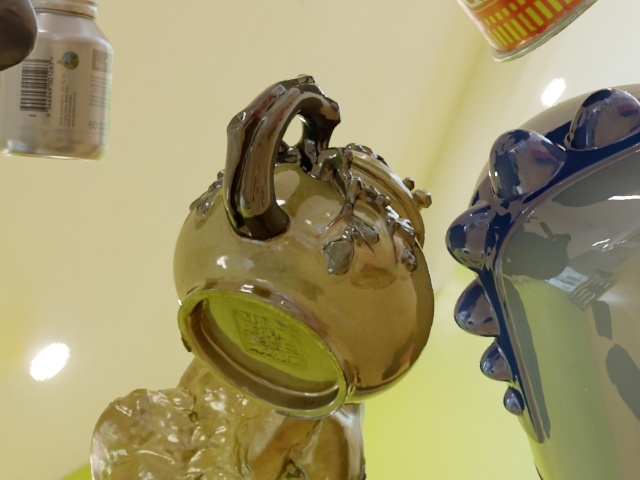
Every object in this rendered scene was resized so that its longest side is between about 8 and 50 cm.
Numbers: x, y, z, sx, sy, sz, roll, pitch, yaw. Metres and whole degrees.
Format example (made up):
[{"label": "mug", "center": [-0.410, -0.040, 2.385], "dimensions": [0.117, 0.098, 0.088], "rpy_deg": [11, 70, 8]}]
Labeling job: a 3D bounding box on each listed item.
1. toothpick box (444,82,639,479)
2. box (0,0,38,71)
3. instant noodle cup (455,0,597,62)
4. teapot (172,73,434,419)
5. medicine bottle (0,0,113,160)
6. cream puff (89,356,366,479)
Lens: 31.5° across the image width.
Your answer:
[{"label": "toothpick box", "center": [0.233, 0.043, 0.861], "dimensions": [0.263, 0.263, 0.355], "rpy_deg": [-38, -54, -24]}, {"label": "box", "center": [-0.341, -0.200, 0.865], "dimensions": [0.212, 0.201, 0.042], "rpy_deg": [-28, 7, -31]}, {"label": "instant noodle cup", "center": [0.112, -0.261, 0.766], "dimensions": [0.193, 0.212, 0.193], "rpy_deg": [-46, 13, 14]}, {"label": "teapot", "center": [0.000, 0.000, 0.733], "dimensions": [0.182, 0.173, 0.269], "rpy_deg": [-57, -32, -36]}, {"label": "medicine bottle", "center": [-0.319, -0.207, 1.370], "dimensions": [0.135, 0.135, 0.215], "rpy_deg": [1, -86, -61]}, {"label": "cream puff", "center": [-0.092, 0.219, 1.145], "dimensions": [0.274, 0.270, 0.323], "rpy_deg": [-88, 9, -56]}]
